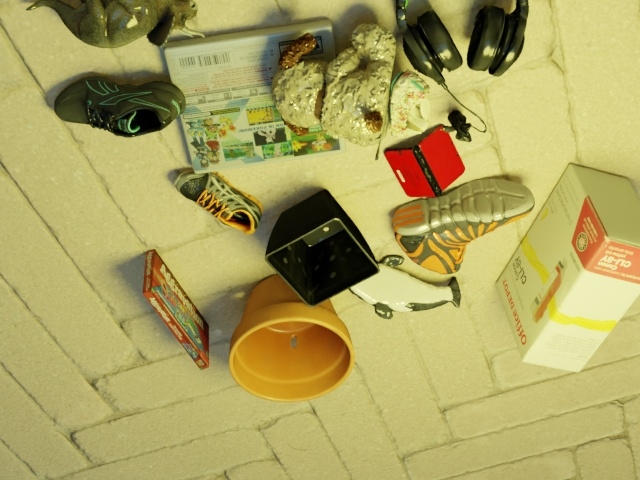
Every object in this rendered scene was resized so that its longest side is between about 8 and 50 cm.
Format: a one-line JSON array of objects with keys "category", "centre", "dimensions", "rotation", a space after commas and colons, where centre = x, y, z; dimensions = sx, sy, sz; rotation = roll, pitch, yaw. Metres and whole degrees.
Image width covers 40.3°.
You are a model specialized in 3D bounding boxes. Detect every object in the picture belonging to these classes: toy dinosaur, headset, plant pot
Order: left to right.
[{"category": "toy dinosaur", "centre": [-0.381, -0.411, 1.587], "dimensions": [0.314, 0.121, 0.160], "rotation": [-10, 117, -2]}, {"category": "plant pot", "centre": [-0.071, 0.217, 2.081], "dimensions": [0.291, 0.203, 0.290], "rotation": [-2, 131, -2]}, {"category": "plant pot", "centre": [0.000, 0.000, 1.934], "dimensions": [0.188, 0.167, 0.187], "rotation": [-28, 127, 18]}, {"category": "headset", "centre": [0.272, -0.384, 1.692], "dimensions": [0.243, 0.185, 0.394], "rotation": [-5, 115, 4]}]

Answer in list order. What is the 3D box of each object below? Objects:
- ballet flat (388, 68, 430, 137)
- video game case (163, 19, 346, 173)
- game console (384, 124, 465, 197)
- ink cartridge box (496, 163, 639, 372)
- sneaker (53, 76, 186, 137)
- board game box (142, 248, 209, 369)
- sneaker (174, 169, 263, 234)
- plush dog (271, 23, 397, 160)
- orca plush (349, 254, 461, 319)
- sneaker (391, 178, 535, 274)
[{"category": "ballet flat", "centre": [0.179, -0.251, 1.730], "dimensions": [0.077, 0.091, 0.241], "rotation": [32, 170, 14]}, {"category": "video game case", "centre": [-0.124, -0.285, 1.772], "dimensions": [0.329, 0.036, 0.300], "rotation": [-8, 130, 0]}, {"category": "game console", "centre": [0.229, -0.172, 1.914], "dimensions": [0.124, 0.085, 0.144], "rotation": [0, 137, 37]}, {"category": "ink cartridge box", "centre": [0.573, 0.069, 1.974], "dimensions": [0.160, 0.279, 0.384], "rotation": [12, 127, -14]}, {"category": "sneaker", "centre": [-0.402, -0.258, 1.706], "dimensions": [0.267, 0.106, 0.101], "rotation": [-2, 132, 11]}, {"category": "board game box", "centre": [-0.335, 0.165, 2.052], "dimensions": [0.027, 0.145, 0.281], "rotation": [-21, 129, 9]}, {"category": "sneaker", "centre": [-0.218, -0.084, 1.898], "dimensions": [0.215, 0.083, 0.084], "rotation": [25, 125, -22]}, {"category": "plush dog", "centre": [0.016, -0.272, 1.668], "dimensions": [0.225, 0.210, 0.262], "rotation": [9, 129, 7]}, {"category": "orca plush", "centre": [0.192, 0.112, 2.123], "dimensions": [0.287, 0.102, 0.151], "rotation": [-6, 86, -14]}, {"category": "sneaker", "centre": [0.335, -0.027, 1.991], "dimensions": [0.321, 0.124, 0.180], "rotation": [-11, 135, 17]}]
